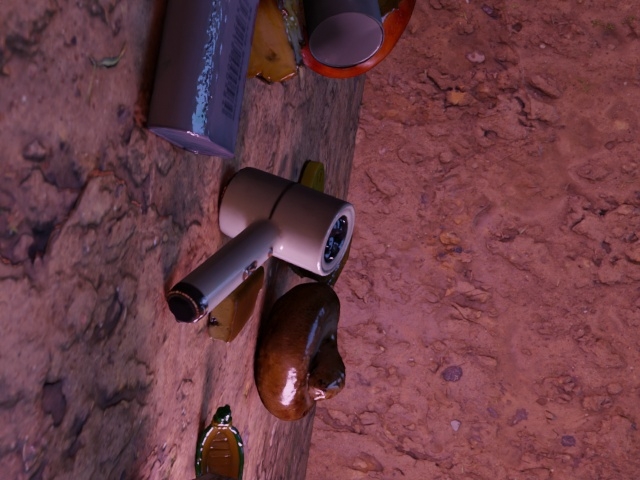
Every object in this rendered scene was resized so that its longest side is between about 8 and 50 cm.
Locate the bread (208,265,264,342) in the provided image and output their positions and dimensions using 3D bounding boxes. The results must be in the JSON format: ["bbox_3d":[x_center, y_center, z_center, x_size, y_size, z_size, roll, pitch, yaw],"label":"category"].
[{"bbox_3d":[-0.150,0.110,1.204,0.226,0.049,0.088,-53,151,-77],"label":"bread"}]

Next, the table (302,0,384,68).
[{"bbox_3d":[0.030,-0.416,1.091,0.126,0.126,0.220,86,-2,-63],"label":"table"}]

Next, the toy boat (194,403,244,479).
[{"bbox_3d":[-0.181,0.400,1.170,0.088,0.088,0.230,-161,-108,-76],"label":"toy boat"}]

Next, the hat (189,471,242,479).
[{"bbox_3d":[-0.221,0.434,0.805,0.301,0.167,0.258,16,75,-58],"label":"hat"}]

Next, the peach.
[{"bbox_3d":[0.058,-0.435,1.285,0.201,0.257,0.362,86,9,-60],"label":"peach"}]

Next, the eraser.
[{"bbox_3d":[-0.133,-0.225,0.774,0.174,0.081,0.227,20,80,-79],"label":"eraser"}]

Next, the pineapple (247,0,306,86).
[{"bbox_3d":[-0.083,-0.357,0.978,0.186,0.114,0.237,54,36,-79],"label":"pineapple"}]

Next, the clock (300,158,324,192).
[{"bbox_3d":[-0.023,-0.084,1.878,0.277,0.071,0.294,-44,142,-78],"label":"clock"}]

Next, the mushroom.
[{"bbox_3d":[-0.048,0.266,1.612,0.345,0.239,0.345,-55,-176,6],"label":"mushroom"}]

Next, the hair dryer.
[{"bbox_3d":[-0.111,0.021,0.984,0.362,0.203,0.128,-45,151,-49],"label":"hair dryer"}]

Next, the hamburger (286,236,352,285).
[{"bbox_3d":[0.000,0.000,1.705,0.211,0.132,0.309,-66,159,-10],"label":"hamburger"}]
